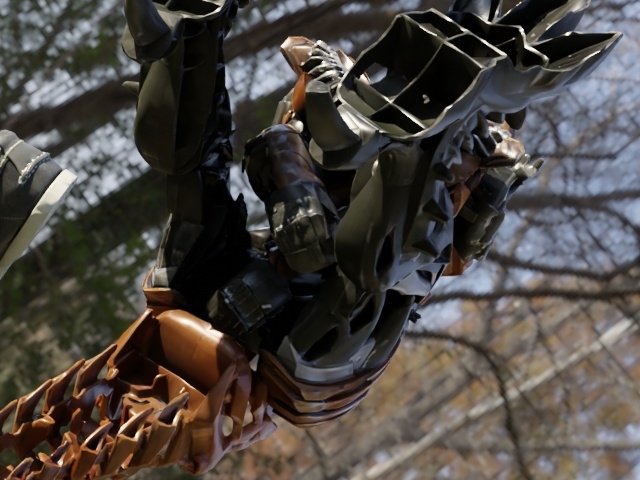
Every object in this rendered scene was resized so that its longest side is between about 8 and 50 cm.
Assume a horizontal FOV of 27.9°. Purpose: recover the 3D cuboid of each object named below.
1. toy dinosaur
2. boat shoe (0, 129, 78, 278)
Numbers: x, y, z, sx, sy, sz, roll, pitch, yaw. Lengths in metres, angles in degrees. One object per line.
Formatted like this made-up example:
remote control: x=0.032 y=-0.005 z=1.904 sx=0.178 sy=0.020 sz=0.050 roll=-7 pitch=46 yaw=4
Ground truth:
toy dinosaur: x=0.000 y=0.000 z=0.479 sx=0.164 sy=0.322 sz=0.218 roll=15 pitch=-52 yaw=6
boat shoe: x=-0.290 y=0.003 z=1.071 sx=0.079 sy=0.233 sz=0.084 roll=36 pitch=33 yaw=-13
